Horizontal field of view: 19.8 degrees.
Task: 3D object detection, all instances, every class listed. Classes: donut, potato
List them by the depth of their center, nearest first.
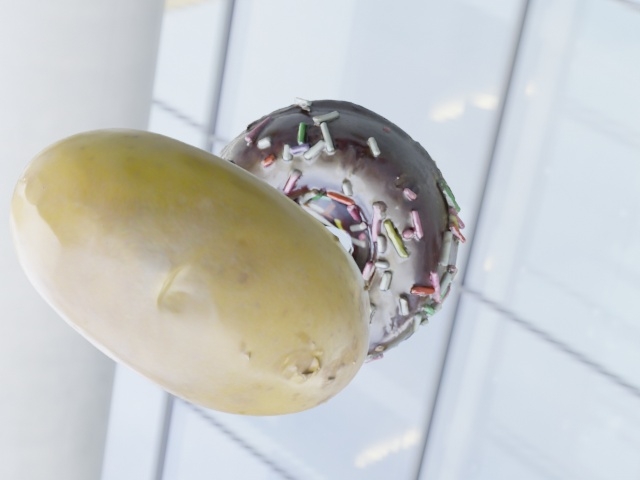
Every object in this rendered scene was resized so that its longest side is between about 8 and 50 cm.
[{"bbox_3d":[-0.077,0.020,1.094,0.234,0.150,0.146,26,-155,-15],"label":"potato"},{"bbox_3d":[0.000,0.000,1.713,0.270,0.269,0.103,15,-164,8],"label":"donut"}]
